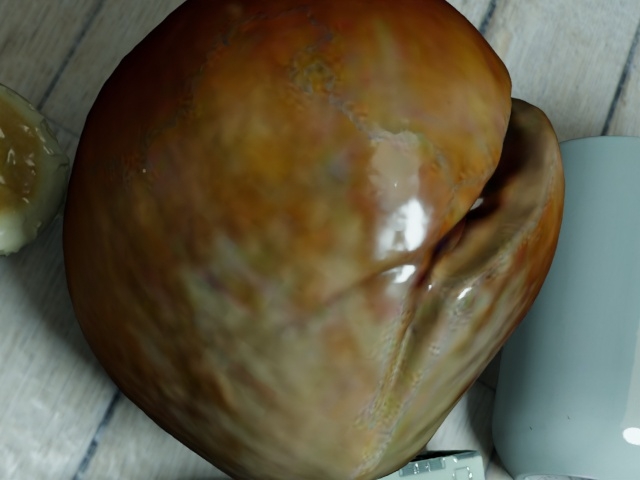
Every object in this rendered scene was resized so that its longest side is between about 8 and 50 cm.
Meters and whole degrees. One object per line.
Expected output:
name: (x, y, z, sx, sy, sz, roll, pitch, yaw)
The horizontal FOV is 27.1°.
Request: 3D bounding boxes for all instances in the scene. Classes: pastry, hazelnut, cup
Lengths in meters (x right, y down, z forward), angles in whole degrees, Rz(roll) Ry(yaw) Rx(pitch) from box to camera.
pastry: (-0.274, -0.058, 1.034, 0.165, 0.088, 0.166, 8, 74, -30)
hazelnut: (0.000, 0.000, 0.974, 0.359, 0.409, 0.359, 8, 60, -15)
cup: (0.270, 0.080, 1.223, 0.205, 0.205, 0.312, 21, 69, -22)

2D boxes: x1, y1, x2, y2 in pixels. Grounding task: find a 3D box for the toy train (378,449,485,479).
toy train: (-0.052, 0.238, 1.079, 0.407, 0.086, 0.088, -4, 84, -29)
